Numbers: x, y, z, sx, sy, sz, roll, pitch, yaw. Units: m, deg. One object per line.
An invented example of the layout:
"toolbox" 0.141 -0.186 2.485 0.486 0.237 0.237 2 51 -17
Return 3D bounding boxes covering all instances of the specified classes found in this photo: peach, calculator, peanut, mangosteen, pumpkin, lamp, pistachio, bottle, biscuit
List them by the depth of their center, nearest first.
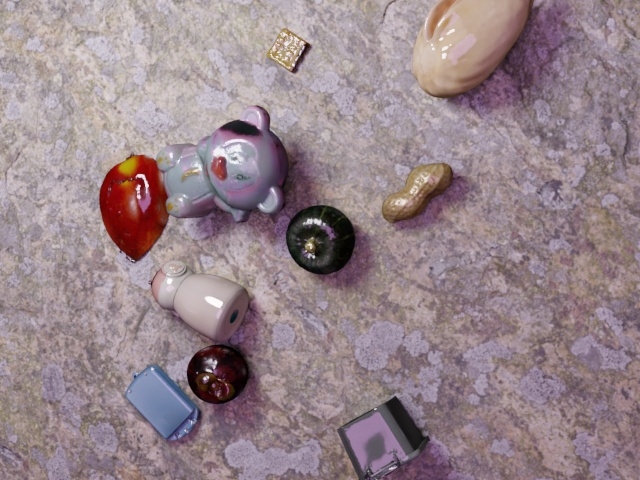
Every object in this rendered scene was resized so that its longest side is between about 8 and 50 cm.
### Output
"pistachio" 0.336 -0.452 1.417 0.318 0.214 0.193 -42 45 2
"peanut" 0.222 -0.112 1.498 0.193 0.089 0.089 -43 85 8
"lamp" -0.204 -0.159 1.511 0.301 0.247 0.246 -13 86 32
"pumpkin" 0.001 -0.001 1.518 0.167 0.125 0.167 0 96 -1
"mangosteen" -0.251 0.327 1.564 0.153 0.152 0.152 0 93 10
"biscuit" -0.079 -0.461 1.564 0.081 0.018 0.083 33 97 7
"bottle" -0.307 0.136 1.572 0.237 0.147 0.147 24 96 16
"peach" -0.479 -0.080 1.626 0.189 0.068 0.279 2 93 12
"calculator" -0.405 0.413 1.648 0.210 0.039 0.121 44 97 6

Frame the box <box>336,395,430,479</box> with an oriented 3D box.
"box" 0.139 0.448 1.467 0.163 0.243 0.135 -33 74 10
